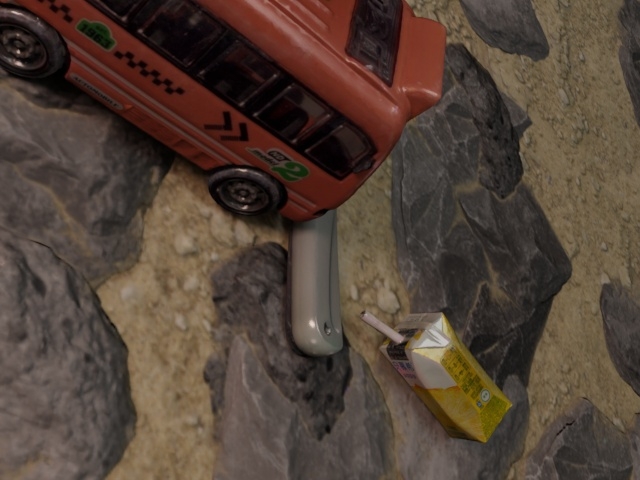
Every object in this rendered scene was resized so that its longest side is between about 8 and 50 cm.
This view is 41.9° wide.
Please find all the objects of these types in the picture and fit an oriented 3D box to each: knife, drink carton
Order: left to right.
[{"bbox_3d":[-0.002,-0.002,0.897,0.073,0.040,0.265,29,51,-45],"label":"knife"},{"bbox_3d":[0.123,0.132,0.930,0.074,0.084,0.200,-45,107,-24],"label":"drink carton"}]

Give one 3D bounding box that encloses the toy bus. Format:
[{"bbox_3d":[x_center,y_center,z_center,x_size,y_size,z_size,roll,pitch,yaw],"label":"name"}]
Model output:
[{"bbox_3d":[-0.099,-0.210,0.745,0.427,0.233,0.203,33,49,-29],"label":"toy bus"}]
